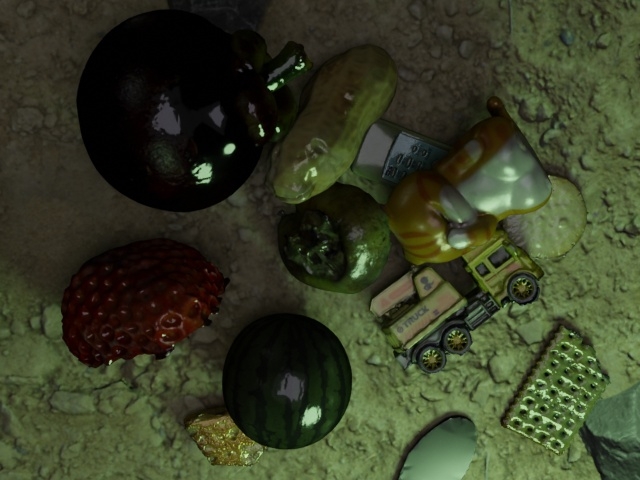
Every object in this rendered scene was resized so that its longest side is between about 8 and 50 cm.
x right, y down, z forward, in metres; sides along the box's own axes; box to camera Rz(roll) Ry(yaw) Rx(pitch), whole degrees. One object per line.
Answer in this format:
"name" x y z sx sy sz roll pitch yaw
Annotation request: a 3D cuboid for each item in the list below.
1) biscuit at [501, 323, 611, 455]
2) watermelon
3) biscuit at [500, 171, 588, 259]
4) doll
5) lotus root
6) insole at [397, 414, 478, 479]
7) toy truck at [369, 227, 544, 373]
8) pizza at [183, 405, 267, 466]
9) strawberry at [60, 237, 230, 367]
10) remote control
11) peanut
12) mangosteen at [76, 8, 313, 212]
"biscuit" 0.410 0.259 2.098 0.144 0.016 0.203 30 97 -13
"watermelon" -0.052 0.220 1.920 0.212 0.212 0.212 -2 102 -9
"biscuit" 0.368 -0.039 2.026 0.152 0.020 0.152 -2 103 -9
"doll" 0.223 -0.075 1.885 0.269 0.162 0.167 -37 110 -2
"lotus root" 0.004 0.001 1.895 0.203 0.078 0.183 7 108 32
"insole" 0.171 0.433 2.100 0.110 0.012 0.309 23 98 -14
"toy truck" 0.212 0.086 1.979 0.272 0.124 0.157 -38 95 4
"pizza" -0.144 0.316 2.013 0.160 0.036 0.099 1 101 -9
"strawberry" -0.280 0.084 1.828 0.253 0.280 0.150 -26 102 7
"remote control" 0.164 -0.116 1.969 0.233 0.038 0.098 20 99 -13
"peanut" 0.013 -0.177 1.862 0.130 0.130 0.290 38 68 -14
"mangosteen" -0.190 -0.179 1.759 0.297 0.313 0.297 -26 125 -45
